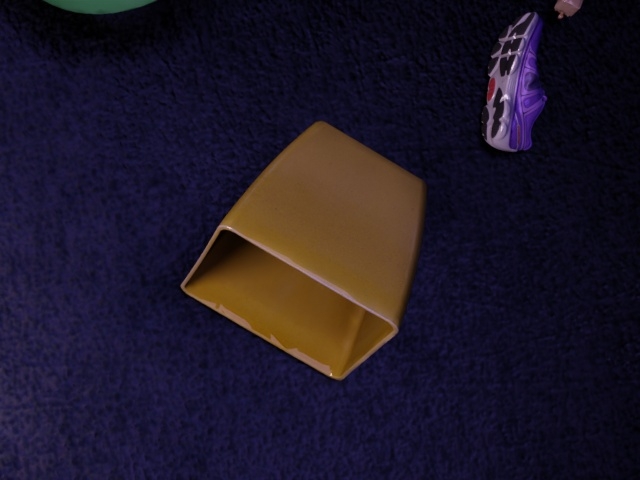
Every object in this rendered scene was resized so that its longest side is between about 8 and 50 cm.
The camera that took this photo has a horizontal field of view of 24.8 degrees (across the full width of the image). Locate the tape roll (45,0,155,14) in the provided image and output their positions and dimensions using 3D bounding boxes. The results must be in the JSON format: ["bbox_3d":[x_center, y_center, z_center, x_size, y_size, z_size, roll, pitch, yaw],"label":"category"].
[{"bbox_3d":[-0.232,-0.409,1.594,0.321,0.077,0.321,-5,72,17],"label":"tape roll"}]

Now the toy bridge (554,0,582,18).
[{"bbox_3d":[0.324,-0.351,1.773,0.026,0.063,0.188,25,76,-6],"label":"toy bridge"}]

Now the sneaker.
[{"bbox_3d":[0.240,-0.188,1.742,0.071,0.068,0.170,13,87,-24],"label":"sneaker"}]

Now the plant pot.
[{"bbox_3d":[0.000,0.000,1.594,0.212,0.212,0.187,31,63,-5],"label":"plant pot"}]
